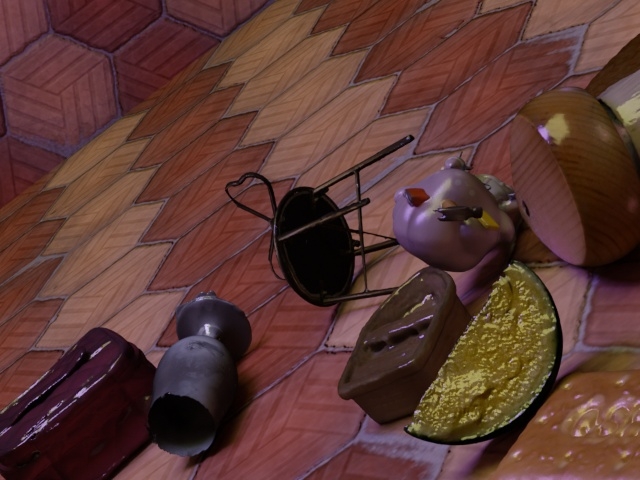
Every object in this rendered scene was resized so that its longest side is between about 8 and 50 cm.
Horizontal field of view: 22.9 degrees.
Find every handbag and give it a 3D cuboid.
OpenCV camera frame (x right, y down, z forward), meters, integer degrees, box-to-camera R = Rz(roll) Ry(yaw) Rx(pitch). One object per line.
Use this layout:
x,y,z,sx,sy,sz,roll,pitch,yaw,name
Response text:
-0.297,0.218,1.936,0.225,0.135,0.146,-40,23,-11,handbag

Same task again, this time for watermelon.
0.164,0.118,1.402,0.181,0.092,0.075,-59,-23,-6,watermelon

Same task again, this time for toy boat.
0.096,0.102,1.604,0.116,0.061,0.188,-26,22,35,toy boat

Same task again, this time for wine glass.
-0.142,0.155,1.848,0.103,0.103,0.222,-31,20,20,wine glass

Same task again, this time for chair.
0.000,0.000,1.886,0.326,0.160,0.170,-15,28,40,chair

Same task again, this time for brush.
0.285,-0.075,1.553,0.166,0.174,0.266,-24,-3,-7,brush

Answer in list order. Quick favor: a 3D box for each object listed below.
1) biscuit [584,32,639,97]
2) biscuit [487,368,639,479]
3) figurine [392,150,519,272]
0.348,-0.163,1.744,0.262,0.037,0.262,-46,11,12,biscuit
0.247,0.154,1.251,0.250,0.030,0.160,-10,33,54,biscuit
0.149,-0.029,1.694,0.229,0.137,0.112,-29,-38,-62,figurine
